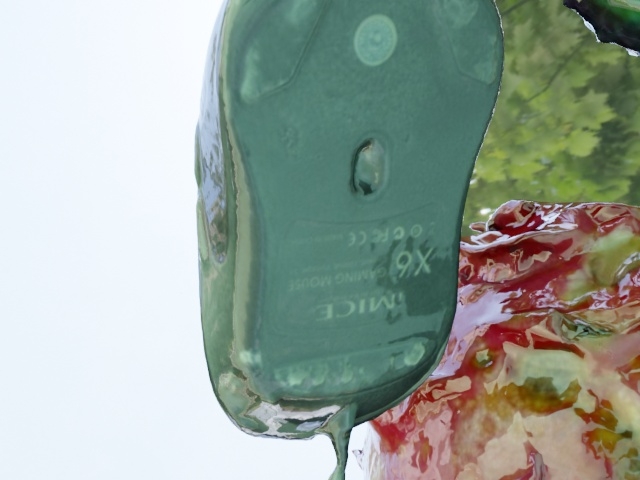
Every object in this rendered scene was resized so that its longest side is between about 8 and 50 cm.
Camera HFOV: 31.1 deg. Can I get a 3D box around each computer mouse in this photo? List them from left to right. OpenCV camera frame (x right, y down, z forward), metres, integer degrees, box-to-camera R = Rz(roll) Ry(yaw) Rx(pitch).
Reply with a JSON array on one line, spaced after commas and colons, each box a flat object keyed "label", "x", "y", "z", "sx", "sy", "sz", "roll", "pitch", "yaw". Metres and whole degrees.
[{"label": "computer mouse", "x": 0.000, "y": 0.000, "z": 0.628, "sx": 0.167, "sy": 0.090, "sz": 0.380, "roll": -4, "pitch": -72, "yaw": -28}]

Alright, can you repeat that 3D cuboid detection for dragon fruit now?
[{"label": "dragon fruit", "x": 0.190, "y": 0.096, "z": 0.794, "sx": 0.370, "sy": 0.386, "sz": 0.249, "roll": -16, "pitch": -102, "yaw": 28}]

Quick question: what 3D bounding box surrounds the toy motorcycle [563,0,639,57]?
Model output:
[{"label": "toy motorcycle", "x": 0.187, "y": -0.229, "z": 0.342, "sx": 0.168, "sy": 0.410, "sz": 0.237, "roll": -31, "pitch": -91, "yaw": -39}]
